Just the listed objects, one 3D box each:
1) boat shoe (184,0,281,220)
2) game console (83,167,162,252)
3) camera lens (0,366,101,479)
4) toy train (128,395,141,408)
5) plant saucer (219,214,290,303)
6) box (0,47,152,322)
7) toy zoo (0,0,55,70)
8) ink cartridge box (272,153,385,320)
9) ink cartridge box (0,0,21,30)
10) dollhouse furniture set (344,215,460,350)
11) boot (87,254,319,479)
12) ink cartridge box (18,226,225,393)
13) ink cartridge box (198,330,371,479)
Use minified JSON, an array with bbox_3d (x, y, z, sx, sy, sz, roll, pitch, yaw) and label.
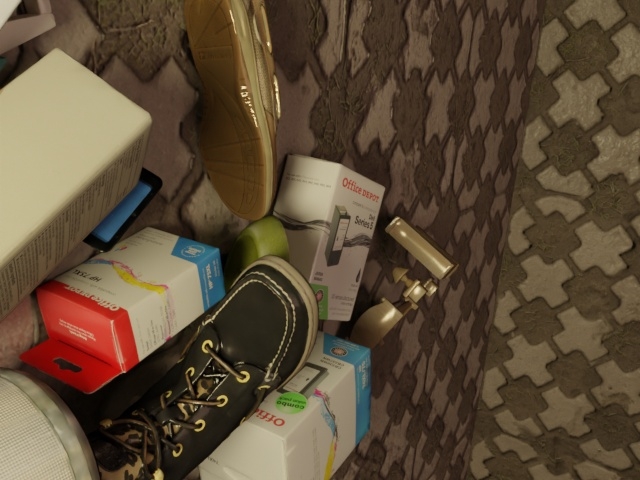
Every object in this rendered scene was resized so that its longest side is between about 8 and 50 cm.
[{"bbox_3d":[-0.101,-0.195,0.951,0.110,0.122,0.341,-36,131,-47],"label":"boat shoe"},{"bbox_3d":[-0.264,-0.068,0.779,0.122,0.071,0.107,-59,147,-28],"label":"game console"},{"bbox_3d":[-0.362,0.257,0.606,0.274,0.219,0.219,-22,121,-55],"label":"camera lens"},{"bbox_3d":[-0.254,0.289,0.988,0.166,0.046,0.125,43,55,-54],"label":"toy train"},{"bbox_3d":[-0.109,0.078,0.999,0.037,0.241,0.241,8,97,-25],"label":"plant saucer"},{"bbox_3d":[-0.307,-0.022,0.623,0.311,0.121,0.148,-55,-178,-34],"label":"box"},{"bbox_3d":[-0.346,-0.275,0.589,0.192,0.030,0.293,-38,134,-47],"label":"toy zoo"},{"bbox_3d":[0.000,0.000,1.214,0.198,0.115,0.272,16,89,-60],"label":"ink cartridge box"},{"bbox_3d":[-0.378,-0.185,0.503,0.223,0.045,0.224,-58,140,-6],"label":"ink cartridge box"},{"bbox_3d":[0.142,0.130,1.596,0.355,0.174,0.303,-49,166,11],"label":"dollhouse furniture set"},{"bbox_3d":[-0.167,0.202,0.812,0.284,0.138,0.377,-36,167,-49],"label":"boot"},{"bbox_3d":[-0.243,0.075,0.815,0.231,0.134,0.078,-39,135,-47],"label":"ink cartridge box"},{"bbox_3d":[-0.061,0.306,1.164,0.270,0.198,0.197,-37,133,-49],"label":"ink cartridge box"}]
